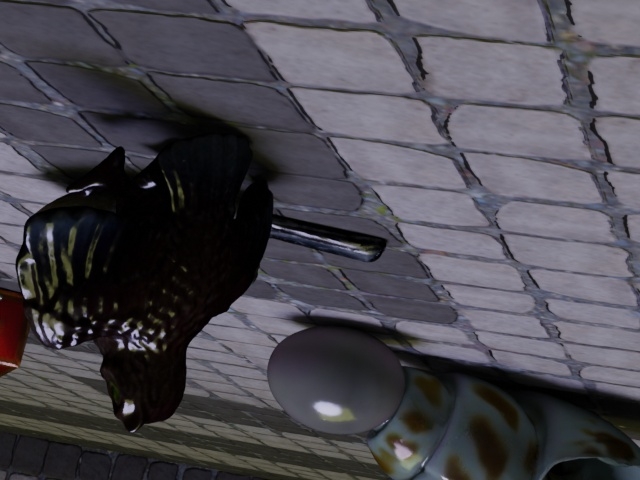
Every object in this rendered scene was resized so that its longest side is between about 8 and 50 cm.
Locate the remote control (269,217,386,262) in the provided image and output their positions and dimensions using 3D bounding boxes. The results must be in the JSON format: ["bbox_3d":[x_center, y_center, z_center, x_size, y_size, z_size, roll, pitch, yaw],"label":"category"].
[{"bbox_3d":[0.000,0.000,1.146,0.096,0.014,0.039,13,167,-2],"label":"remote control"}]

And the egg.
[{"bbox_3d":[0.014,0.133,1.480,0.135,0.103,0.103,8,166,15],"label":"egg"}]

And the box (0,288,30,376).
[{"bbox_3d":[-0.490,0.076,1.714,0.313,0.089,0.197,15,165,-17],"label":"box"}]

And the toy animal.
[{"bbox_3d":[-0.096,0.028,0.967,0.116,0.180,0.218,-5,-178,36],"label":"toy animal"}]

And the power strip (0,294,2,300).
[{"bbox_3d":[-0.408,0.034,1.597,0.169,0.028,0.076,18,165,-18],"label":"power strip"}]

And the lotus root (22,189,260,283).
[{"bbox_3d":[-0.127,0.007,1.129,0.192,0.088,0.113,2,180,32],"label":"lotus root"}]

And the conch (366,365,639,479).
[{"bbox_3d":[0.186,0.239,1.595,0.249,0.197,0.368,-40,133,25],"label":"conch"}]
